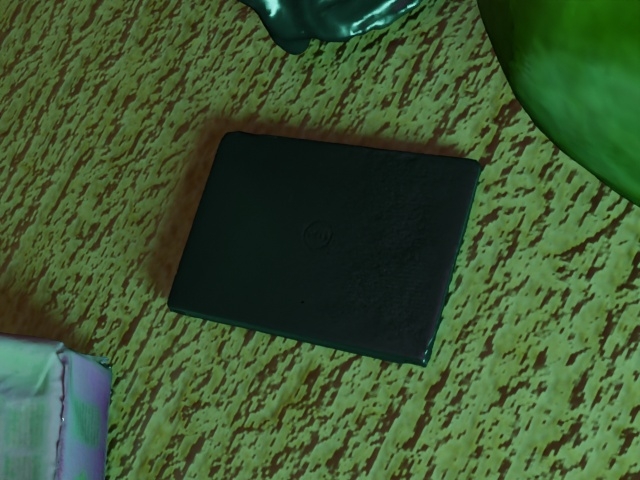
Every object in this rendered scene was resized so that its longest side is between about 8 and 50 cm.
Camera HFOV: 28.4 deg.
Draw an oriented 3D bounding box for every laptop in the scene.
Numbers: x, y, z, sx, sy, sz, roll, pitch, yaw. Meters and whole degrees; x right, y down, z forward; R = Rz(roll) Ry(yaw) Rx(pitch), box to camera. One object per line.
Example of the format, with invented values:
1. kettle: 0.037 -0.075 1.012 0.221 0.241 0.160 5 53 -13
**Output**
1. laptop: 0.000 0.000 0.814 0.197 0.016 0.135 11 76 30

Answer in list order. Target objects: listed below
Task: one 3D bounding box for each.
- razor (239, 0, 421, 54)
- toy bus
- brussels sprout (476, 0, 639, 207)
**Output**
1. razor: -0.019 -0.287 0.872 0.189 0.107 0.327 -33 61 14
2. toy bus: -0.199 0.193 0.805 0.112 0.090 0.274 -8 68 19
3. brussels sprout: 0.251 -0.155 0.583 0.289 0.281 0.355 10 54 48
